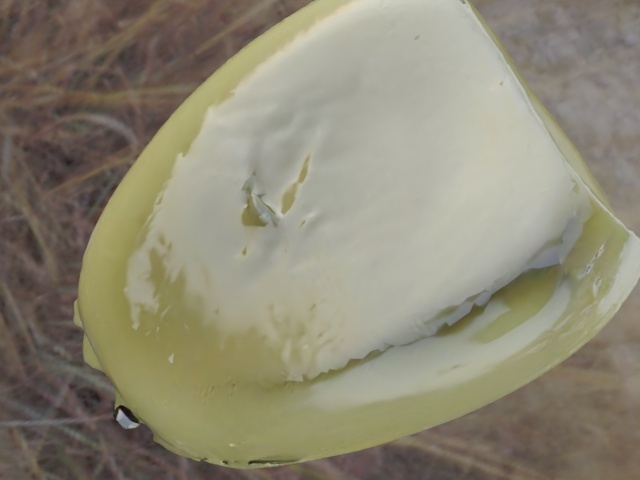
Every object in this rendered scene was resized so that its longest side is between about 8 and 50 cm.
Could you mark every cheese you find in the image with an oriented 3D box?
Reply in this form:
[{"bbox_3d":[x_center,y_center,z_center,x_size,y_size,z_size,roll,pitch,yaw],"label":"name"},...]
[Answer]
[{"bbox_3d":[0.000,0.000,0.792,0.260,0.315,0.128,62,9,27],"label":"cheese"}]
